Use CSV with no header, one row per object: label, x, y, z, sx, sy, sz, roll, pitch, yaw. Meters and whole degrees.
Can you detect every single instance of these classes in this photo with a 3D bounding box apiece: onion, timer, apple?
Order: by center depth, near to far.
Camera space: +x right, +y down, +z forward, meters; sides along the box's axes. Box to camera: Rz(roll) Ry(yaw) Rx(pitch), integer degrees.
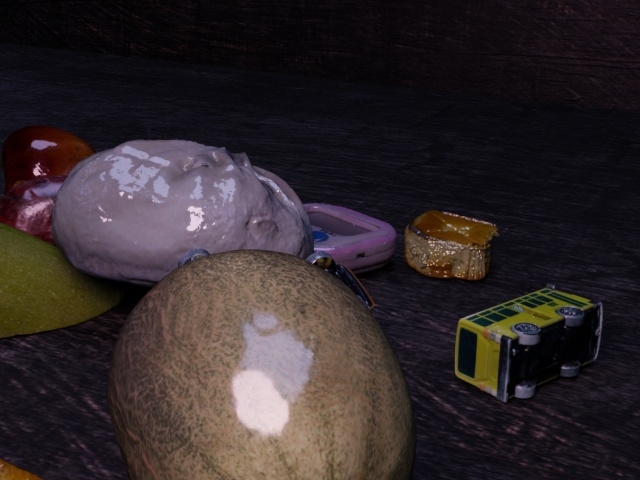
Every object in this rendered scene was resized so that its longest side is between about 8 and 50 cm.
timer,0.000,0.000,1.547,0.191,0.069,0.208,-14,23,-39
onion,-0.414,-0.051,1.610,0.206,0.098,0.151,-10,21,-33
apple,-0.466,-0.126,1.761,0.158,0.147,0.156,-3,-2,-18

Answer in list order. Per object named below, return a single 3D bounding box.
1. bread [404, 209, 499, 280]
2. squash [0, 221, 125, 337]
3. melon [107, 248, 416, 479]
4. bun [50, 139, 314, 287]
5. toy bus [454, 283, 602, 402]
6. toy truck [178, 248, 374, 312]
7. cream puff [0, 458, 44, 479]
bread,0.194,0.009,1.540,0.140,0.069,0.128,10,21,13
squash,-0.403,0.083,1.336,0.189,0.189,0.260,23,-8,46
melon,-0.049,0.141,0.857,0.249,0.248,0.329,-6,27,-22
bun,-0.169,-0.031,1.335,0.355,0.194,0.354,9,0,0
toy bus,0.246,0.116,1.201,0.175,0.088,0.101,-15,24,-38
toy truck,-0.077,0.096,1.174,0.257,0.140,0.108,0,33,-29
cream puff,-0.305,0.223,0.705,0.244,0.196,0.244,23,-10,4
